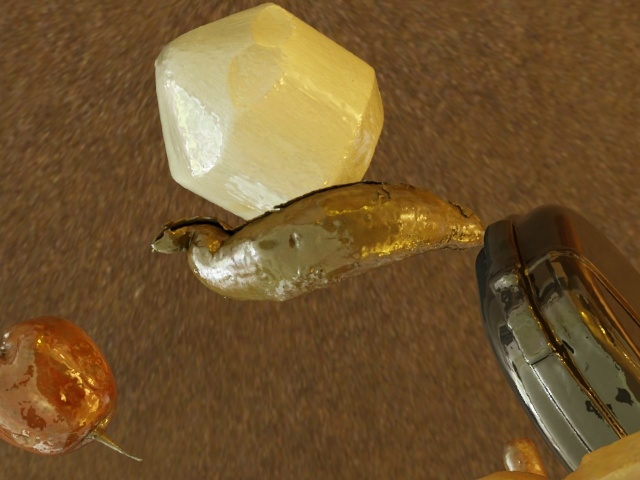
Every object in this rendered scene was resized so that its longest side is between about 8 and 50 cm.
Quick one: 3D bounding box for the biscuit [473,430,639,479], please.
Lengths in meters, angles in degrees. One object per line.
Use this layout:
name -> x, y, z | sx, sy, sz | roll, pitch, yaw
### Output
biscuit -> 0.088, 0.125, 0.471 | 0.162, 0.035, 0.250 | 31, 113, -23

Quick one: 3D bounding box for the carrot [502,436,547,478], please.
carrot -> 0.263, 0.325, 1.801 | 0.047, 0.047, 0.191 | -18, 69, 1

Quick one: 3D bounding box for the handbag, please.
handbag -> 0.212, 0.089, 1.116 | 0.093, 0.308, 0.254 | -37, 105, 15

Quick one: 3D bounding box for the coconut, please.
coconut -> -0.070, -0.142, 1.721 | 0.266, 0.237, 0.237 | 34, 98, -14

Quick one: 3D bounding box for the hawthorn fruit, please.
hawthorn fruit -> -0.289, 0.175, 1.634 | 0.149, 0.149, 0.189 | -30, 98, 3

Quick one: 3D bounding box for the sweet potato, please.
sweet potato -> -0.002, 0.001, 1.370 | 0.310, 0.124, 0.098 | -8, 93, 4
